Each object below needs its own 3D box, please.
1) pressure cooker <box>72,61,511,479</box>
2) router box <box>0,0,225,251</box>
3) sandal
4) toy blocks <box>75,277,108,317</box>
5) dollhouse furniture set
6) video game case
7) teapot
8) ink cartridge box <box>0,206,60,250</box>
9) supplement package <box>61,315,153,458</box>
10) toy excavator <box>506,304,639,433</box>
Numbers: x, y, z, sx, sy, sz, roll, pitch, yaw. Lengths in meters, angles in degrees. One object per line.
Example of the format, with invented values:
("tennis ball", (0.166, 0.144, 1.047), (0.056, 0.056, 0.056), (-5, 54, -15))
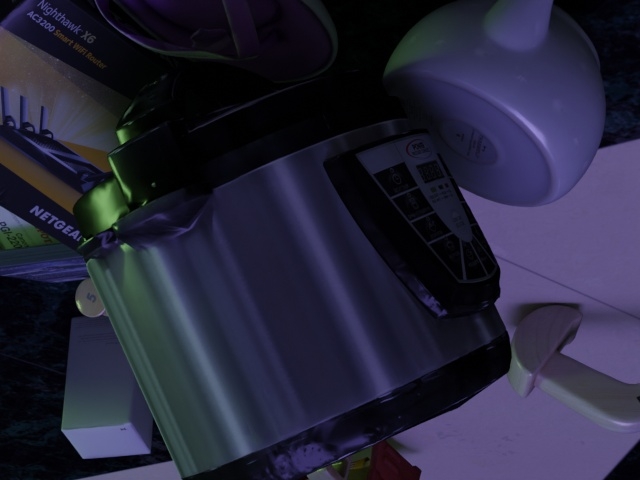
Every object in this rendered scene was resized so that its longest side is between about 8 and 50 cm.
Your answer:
("pressure cooker", (-0.047, 0.015, 1.589), (0.375, 0.420, 0.370), (-23, 175, -20))
("router box", (-0.280, -0.142, 1.708), (0.243, 0.081, 0.309), (-40, 135, 16))
("sandal", (-0.147, -0.242, 1.599), (0.169, 0.102, 0.416), (-23, 142, 34))
("toy blocks", (-0.241, 0.073, 2.138), (0.123, 0.054, 0.148), (-9, 174, 22))
("dollhouse furniture set", (-0.026, 0.355, 2.577), (0.201, 0.152, 0.374), (-22, 125, 33))
("video game case", (-0.300, 0.026, 2.002), (0.196, 0.026, 0.274), (-7, 173, 12))
("teapot", (0.201, -0.168, 1.660), (0.252, 0.187, 0.256), (46, 156, -26))
("ink cartridge box", (-0.419, -0.054, 1.920), (0.217, 0.092, 0.158), (-8, 148, 9))
("supplement package", (-0.298, 0.206, 2.260), (0.105, 0.179, 0.105), (-5, 148, 8))
("toy excavator", (0.539, 0.215, 2.201), (0.445, 0.433, 0.222), (-23, 153, -16))
